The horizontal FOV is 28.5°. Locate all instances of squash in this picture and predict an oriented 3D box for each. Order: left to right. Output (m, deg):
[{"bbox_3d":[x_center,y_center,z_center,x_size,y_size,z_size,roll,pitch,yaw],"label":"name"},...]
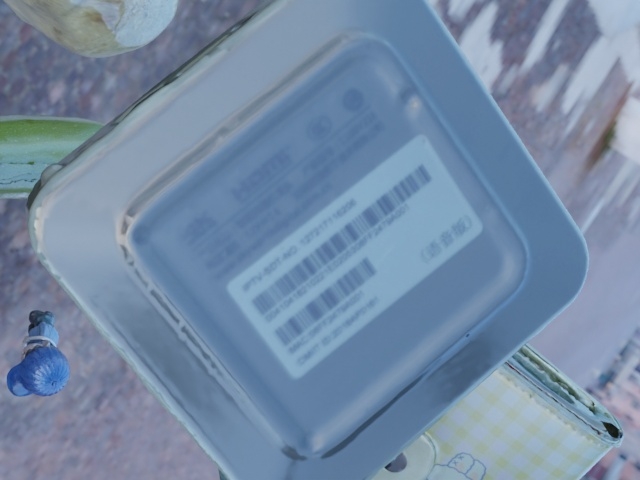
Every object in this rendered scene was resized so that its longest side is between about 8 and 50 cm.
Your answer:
[{"bbox_3d":[-0.284,-0.083,1.275,0.341,0.094,0.094,-12,135,-59],"label":"squash"}]

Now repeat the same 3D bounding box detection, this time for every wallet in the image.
[{"bbox_3d":[0.119,0.227,1.250,0.309,0.223,0.077,-51,-176,25],"label":"wallet"}]

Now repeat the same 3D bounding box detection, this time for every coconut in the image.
[{"bbox_3d":[-0.250,-0.307,1.334,0.224,0.224,0.224,-51,165,-19],"label":"coconut"}]

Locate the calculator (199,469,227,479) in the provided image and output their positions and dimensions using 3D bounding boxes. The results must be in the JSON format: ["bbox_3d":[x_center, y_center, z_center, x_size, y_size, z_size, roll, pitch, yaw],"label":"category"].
[{"bbox_3d":[-0.160,0.451,1.786,0.041,0.186,0.298,24,90,-63],"label":"calculator"}]

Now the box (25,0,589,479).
[{"bbox_3d":[0.000,0.000,1.031,0.367,0.373,0.090,-41,-159,-9],"label":"box"}]

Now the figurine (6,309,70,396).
[{"bbox_3d":[-0.409,0.169,1.845,0.149,0.087,0.086,-99,-159,-56],"label":"figurine"}]
